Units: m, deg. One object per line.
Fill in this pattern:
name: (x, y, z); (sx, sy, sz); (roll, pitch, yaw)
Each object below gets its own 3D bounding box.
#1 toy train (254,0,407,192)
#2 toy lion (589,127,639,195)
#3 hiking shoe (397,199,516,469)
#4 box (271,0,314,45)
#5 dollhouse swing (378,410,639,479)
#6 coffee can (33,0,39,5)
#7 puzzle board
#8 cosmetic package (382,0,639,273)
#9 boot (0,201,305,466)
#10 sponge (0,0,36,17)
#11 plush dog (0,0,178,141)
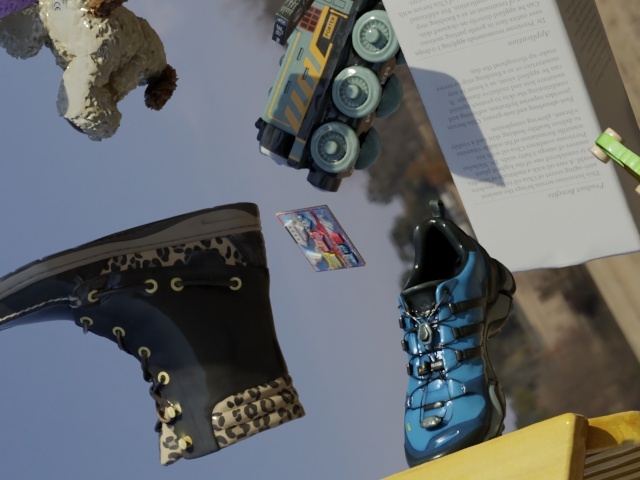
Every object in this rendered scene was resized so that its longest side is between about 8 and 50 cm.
toy train: (0.023, -0.245, 2.168); (0.190, 0.334, 0.142); (27, -164, 19)
toy lion: (0.317, -0.072, 1.443); (0.100, 0.034, 0.096); (42, -173, 7)
hiking shoe: (0.115, 0.108, 1.451); (0.132, 0.113, 0.304); (48, -145, -31)
box: (-0.030, -0.290, 1.784); (0.018, 0.083, 0.067); (31, 159, 4)
dollhouse swing: (0.210, 0.343, 1.203); (0.346, 0.315, 0.305); (19, -127, -50)
coffee can: (-0.477, -0.547, 2.364); (0.201, 0.275, 0.201); (24, -153, -13)
puzzle board: (0.000, 0.000, 2.213); (0.128, 0.096, 0.011); (56, -138, -31)
cosmetic package: (0.279, -0.194, 1.957); (0.161, 0.230, 0.453); (-52, -55, -53)
boot: (-0.216, 0.133, 1.742); (0.138, 0.377, 0.284); (156, 96, -79)
sponge: (-0.358, -0.367, 1.903); (0.031, 0.210, 0.117); (60, 169, 18)
plush dog: (-0.320, -0.296, 2.155); (0.262, 0.210, 0.225); (47, -164, 12)
